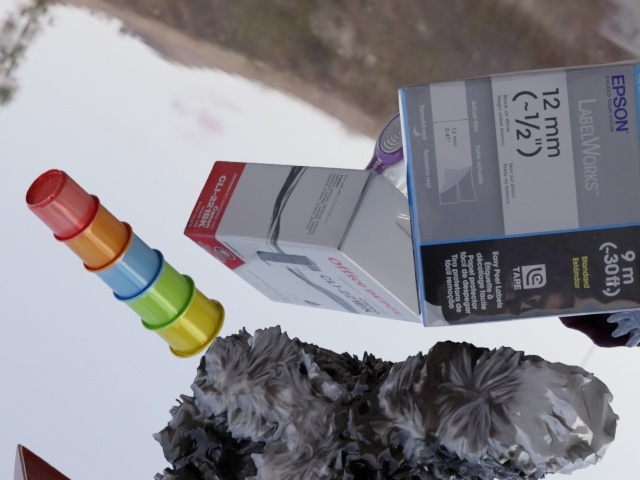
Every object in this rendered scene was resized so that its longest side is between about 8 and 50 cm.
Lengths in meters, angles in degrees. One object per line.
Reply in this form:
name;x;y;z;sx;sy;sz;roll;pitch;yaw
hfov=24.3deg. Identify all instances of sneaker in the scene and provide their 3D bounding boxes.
sneaker;0.105;-0.063;2.331;0.152;0.305;0.114;30;-161;-43

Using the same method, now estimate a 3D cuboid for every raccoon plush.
raccoon plush;0.084;0.211;1.169;0.446;0.216;0.299;2;163;43

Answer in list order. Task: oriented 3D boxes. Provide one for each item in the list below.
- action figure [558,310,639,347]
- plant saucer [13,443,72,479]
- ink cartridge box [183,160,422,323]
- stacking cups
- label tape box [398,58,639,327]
action figure;0.385;-0.018;1.809;0.370;0.275;0.248;-29;-90;-54
plant saucer;-0.218;0.336;1.536;0.259;0.048;0.258;41;178;-17
ink cartridge box;0.000;0.000;1.835;0.273;0.114;0.197;5;155;43
stacking cups;-0.253;0.033;1.891;0.316;0.096;0.096;44;180;-38
label tape box;0.263;-0.054;1.525;0.347;0.249;0.115;-5;-174;5
